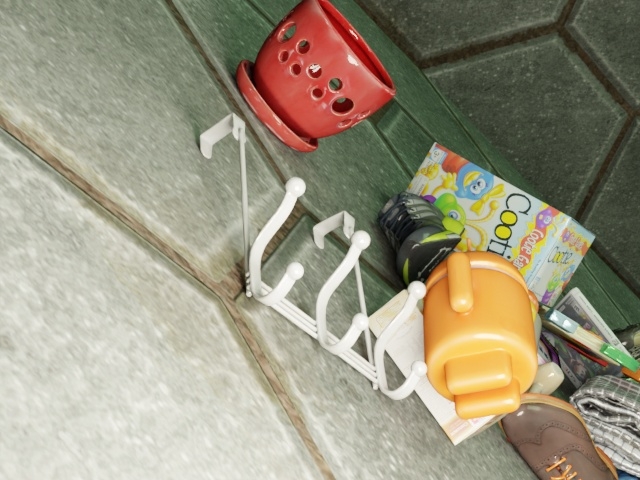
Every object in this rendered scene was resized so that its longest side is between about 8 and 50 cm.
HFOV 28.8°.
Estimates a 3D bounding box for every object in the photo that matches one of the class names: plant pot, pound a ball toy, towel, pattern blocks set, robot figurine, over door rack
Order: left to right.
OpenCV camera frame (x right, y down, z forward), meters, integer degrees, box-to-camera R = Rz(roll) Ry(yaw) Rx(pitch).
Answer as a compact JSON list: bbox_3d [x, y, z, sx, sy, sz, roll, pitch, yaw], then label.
[{"bbox_3d":[-0.011,-0.232,1.808,0.191,0.174,0.191,45,15,-15],"label":"plant pot"},{"bbox_3d":[0.000,0.000,1.397,0.239,0.108,0.324,40,17,-36],"label":"over door rack"},{"bbox_3d":[0.179,0.102,1.421,0.158,0.128,0.219,28,37,-20],"label":"robot figurine"},{"bbox_3d":[0.274,0.155,1.770,0.208,0.136,0.319,51,15,2],"label":"pound a ball toy"},{"bbox_3d":[0.417,0.153,2.065,0.285,0.026,0.325,32,-1,-11],"label":"pattern blocks set"},{"bbox_3d":[0.534,0.310,1.989,0.284,0.121,0.235,23,5,16],"label":"towel"}]

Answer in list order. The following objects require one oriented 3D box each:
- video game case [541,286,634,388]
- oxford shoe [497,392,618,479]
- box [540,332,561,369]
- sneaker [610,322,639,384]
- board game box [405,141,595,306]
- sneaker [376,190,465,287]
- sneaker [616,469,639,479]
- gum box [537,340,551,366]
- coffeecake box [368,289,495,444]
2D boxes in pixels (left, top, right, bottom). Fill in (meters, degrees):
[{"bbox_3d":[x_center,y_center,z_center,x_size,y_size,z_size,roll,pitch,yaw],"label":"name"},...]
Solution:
[{"bbox_3d":[0.479,0.194,2.284,0.173,0.022,0.190,54,-26,15],"label":"video game case"},{"bbox_3d":[0.332,0.298,1.675,0.271,0.097,0.098,41,23,-32],"label":"oxford shoe"},{"bbox_3d":[0.369,0.166,2.239,0.162,0.029,0.116,47,15,-6],"label":"box"},{"bbox_3d":[0.615,0.274,2.400,0.410,0.158,0.182,49,24,-63],"label":"sneaker"},{"bbox_3d":[0.286,-0.025,2.065,0.275,0.142,0.144,33,4,31],"label":"board game box"},{"bbox_3d":[0.136,-0.008,1.872,0.121,0.111,0.300,40,9,2],"label":"sneaker"},{"bbox_3d":[0.475,0.393,1.947,0.082,0.069,0.209,24,6,35],"label":"sneaker"},{"bbox_3d":[0.289,0.148,1.977,0.188,0.062,0.107,48,15,-7],"label":"gum box"},{"bbox_3d":[0.153,0.153,1.548,0.185,0.068,0.142,54,15,14],"label":"coffeecake box"}]
